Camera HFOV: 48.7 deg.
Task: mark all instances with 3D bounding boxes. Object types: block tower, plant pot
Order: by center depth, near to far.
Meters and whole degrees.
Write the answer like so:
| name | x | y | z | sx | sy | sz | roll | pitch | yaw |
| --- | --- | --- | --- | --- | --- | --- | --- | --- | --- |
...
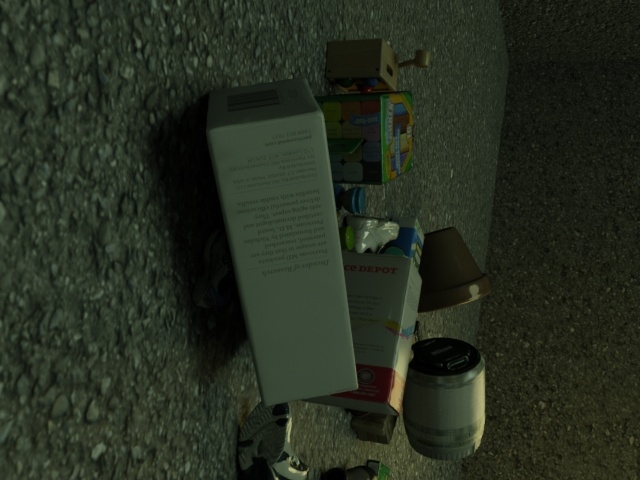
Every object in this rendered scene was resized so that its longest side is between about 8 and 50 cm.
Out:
| name | x | y | z | sx | sy | sz | roll | pitch | yaw |
| --- | --- | --- | --- | --- | --- | --- | --- | --- | --- |
| block tower | 0.181 | 0.403 | 1.939 | 0.335 | 0.091 | 0.097 | -61 | 146 | -46 |
| plant pot | 0.383 | 0.085 | 2.242 | 0.263 | 0.263 | 0.229 | -19 | 92 | -66 |

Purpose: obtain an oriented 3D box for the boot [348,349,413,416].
| name | x | y | z | sx | sy | sz | roll | pitch | yaw |
| --- | --- | --- | --- | --- | --- | --- | --- | --- | --- |
| boot | 0.088 | 0.321 | 1.701 | 0.207 | 0.090 | 0.248 | 19 | 116 | -38 |

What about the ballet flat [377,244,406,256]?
| name | x | y | z | sx | sy | sz | roll | pitch | yaw |
| --- | --- | --- | --- | --- | --- | --- | --- | --- | --- |
| ballet flat | 0.125 | 0.139 | 1.727 | 0.280 | 0.095 | 0.096 | -57 | -176 | -10 |

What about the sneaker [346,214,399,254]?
| name | x | y | z | sx | sy | sz | roll | pitch | yaw |
| --- | --- | --- | --- | --- | --- | --- | --- | --- | --- |
| sneaker | 0.123 | -0.002 | 1.770 | 0.232 | 0.090 | 0.115 | 4 | 96 | -59 |

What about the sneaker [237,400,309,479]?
| name | x | y | z | sx | sy | sz | roll | pitch | yaw |
| --- | --- | --- | --- | --- | --- | --- | --- | --- | --- |
| sneaker | -0.079 | 0.392 | 1.301 | 0.153 | 0.094 | 0.234 | 6 | 88 | -69 |

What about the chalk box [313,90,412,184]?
| name | x | y | z | sx | sy | sz | roll | pitch | yaw |
| --- | --- | --- | --- | --- | --- | --- | --- | --- | --- |
| chalk box | 0.069 | -0.214 | 1.462 | 0.289 | 0.180 | 0.179 | -30 | 120 | -65 |

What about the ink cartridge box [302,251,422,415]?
| name | x | y | z | sx | sy | sz | roll | pitch | yaw |
| --- | --- | --- | --- | --- | --- | --- | --- | --- | --- |
| ink cartridge box | 0.074 | 0.189 | 1.470 | 0.131 | 0.226 | 0.306 | 55 | 44 | -57 |

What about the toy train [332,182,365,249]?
| name | x | y | z | sx | sy | sz | roll | pitch | yaw |
| --- | --- | --- | --- | --- | --- | --- | --- | --- | --- |
| toy train | 0.000 | 0.000 | 1.369 | 0.105 | 0.143 | 0.248 | 50 | 47 | -59 |

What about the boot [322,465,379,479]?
| name | x | y | z | sx | sy | sz | roll | pitch | yaw |
| --- | --- | --- | --- | --- | --- | --- | --- | --- | --- |
| boot | 0.055 | 0.707 | 1.676 | 0.223 | 0.118 | 0.338 | 25 | 59 | -63 |

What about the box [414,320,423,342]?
| name | x | y | z | sx | sy | sz | roll | pitch | yaw |
| --- | --- | --- | --- | --- | --- | --- | --- | --- | --- |
| box | 0.291 | 0.384 | 2.269 | 0.190 | 0.045 | 0.184 | 73 | 32 | -43 |

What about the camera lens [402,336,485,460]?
| name | x | y | z | sx | sy | sz | roll | pitch | yaw |
| --- | --- | --- | --- | --- | --- | --- | --- | --- | --- |
| camera lens | 0.326 | 0.412 | 1.886 | 0.219 | 0.219 | 0.274 | -43 | 132 | -59 |

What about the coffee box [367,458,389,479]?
| name | x | y | z | sx | sy | sz | roll | pitch | yaw |
| --- | --- | --- | --- | --- | --- | --- | --- | --- | --- |
| coffee box | 0.146 | 0.712 | 1.962 | 0.113 | 0.040 | 0.184 | 55 | 43 | -56 |

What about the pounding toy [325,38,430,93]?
| name | x | y | z | sx | sy | sz | roll | pitch | yaw |
| --- | --- | --- | --- | --- | --- | --- | --- | --- | --- |
| pounding toy | 0.140 | -0.374 | 1.577 | 0.181 | 0.206 | 0.094 | 13 | 82 | -68 |

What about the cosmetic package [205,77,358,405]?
| name | x | y | z | sx | sy | sz | roll | pitch | yaw |
| --- | --- | --- | --- | --- | --- | --- | --- | --- | --- |
| cosmetic package | -0.057 | 0.001 | 1.103 | 0.230 | 0.162 | 0.453 | -106 | -173 | -64 |

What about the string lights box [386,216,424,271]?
| name | x | y | z | sx | sy | sz | roll | pitch | yaw |
| --- | --- | --- | --- | --- | --- | --- | --- | --- | --- |
| string lights box | 0.232 | 0.076 | 2.036 | 0.133 | 0.077 | 0.259 | 54 | 45 | -59 |

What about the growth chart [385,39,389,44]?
| name | x | y | z | sx | sy | sz | roll | pitch | yaw |
| --- | --- | --- | --- | --- | --- | --- | --- | --- | --- |
| growth chart | 0.153 | -0.408 | 1.849 | 0.172 | 0.021 | 0.237 | -24 | 115 | -65 |

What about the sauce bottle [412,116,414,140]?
| name | x | y | z | sx | sy | sz | roll | pitch | yaw |
| --- | --- | --- | --- | --- | --- | --- | --- | --- | --- |
| sauce bottle | 0.253 | -0.346 | 2.075 | 0.128 | 0.042 | 0.042 | 72 | 31 | -42 |

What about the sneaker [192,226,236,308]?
| name | x | y | z | sx | sy | sz | roll | pitch | yaw |
| --- | --- | --- | --- | --- | --- | --- | --- | --- | --- |
| sneaker | -0.154 | 0.044 | 1.114 | 0.052 | 0.058 | 0.135 | 48 | 49 | -60 |
